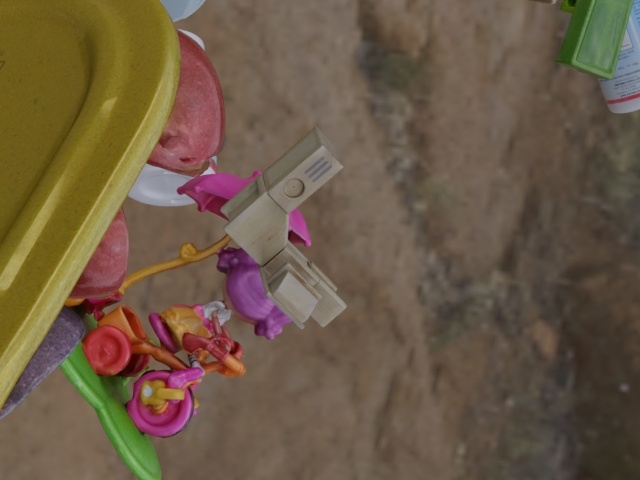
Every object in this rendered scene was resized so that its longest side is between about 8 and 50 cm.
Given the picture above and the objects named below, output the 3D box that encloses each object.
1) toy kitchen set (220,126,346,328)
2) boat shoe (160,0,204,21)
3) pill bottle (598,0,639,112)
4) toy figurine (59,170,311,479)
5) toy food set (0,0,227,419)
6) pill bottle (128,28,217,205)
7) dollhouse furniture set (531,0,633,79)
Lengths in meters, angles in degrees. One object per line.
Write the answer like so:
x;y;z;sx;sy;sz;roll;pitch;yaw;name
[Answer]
0.000;0.000;1.058;0.075;0.068;0.083;-41;112;10;toy kitchen set
-0.177;-0.204;1.641;0.183;0.083;0.065;-38;123;-28;boat shoe
0.277;-0.202;1.735;0.087;0.087;0.160;-26;99;-44;pill bottle
-0.076;0.033;1.143;0.173;0.159;0.130;61;5;11;toy figurine
-0.082;0.000;0.486;0.071;0.128;0.218;58;48;-40;toy food set
-0.169;-0.139;2.138;0.108;0.108;0.180;29;53;-49;pill bottle
0.127;-0.141;1.181;0.076;0.152;0.058;15;94;-39;dollhouse furniture set
